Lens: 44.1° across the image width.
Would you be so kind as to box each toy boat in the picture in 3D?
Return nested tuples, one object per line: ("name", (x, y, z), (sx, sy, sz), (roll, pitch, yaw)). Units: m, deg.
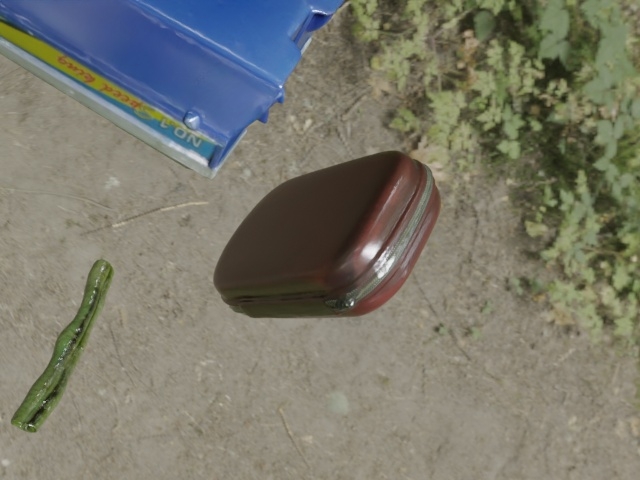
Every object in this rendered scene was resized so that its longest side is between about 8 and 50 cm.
("toy boat", (-0.141, -0.146, 0.373), (0.295, 0.088, 0.129), (31, 48, -4))

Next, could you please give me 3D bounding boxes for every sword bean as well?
("sword bean", (-0.326, 0.130, 1.029), (0.043, 0.038, 0.269), (53, 36, -35))

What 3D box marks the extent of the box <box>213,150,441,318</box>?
("box", (0.000, 0.000, 1.156), (0.108, 0.404, 0.263), (43, 63, -25))
